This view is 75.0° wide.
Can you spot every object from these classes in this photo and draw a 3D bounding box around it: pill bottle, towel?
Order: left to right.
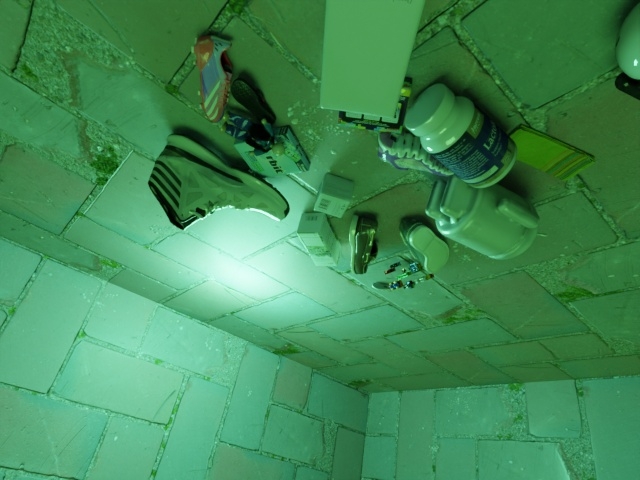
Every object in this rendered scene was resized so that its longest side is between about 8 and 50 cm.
[{"bbox_3d":[0.343,-0.254,1.024,0.264,0.153,0.153,29,144,-26],"label":"pill bottle"},{"bbox_3d":[0.596,-0.228,1.109,0.237,0.021,0.102,19,146,-11],"label":"towel"}]

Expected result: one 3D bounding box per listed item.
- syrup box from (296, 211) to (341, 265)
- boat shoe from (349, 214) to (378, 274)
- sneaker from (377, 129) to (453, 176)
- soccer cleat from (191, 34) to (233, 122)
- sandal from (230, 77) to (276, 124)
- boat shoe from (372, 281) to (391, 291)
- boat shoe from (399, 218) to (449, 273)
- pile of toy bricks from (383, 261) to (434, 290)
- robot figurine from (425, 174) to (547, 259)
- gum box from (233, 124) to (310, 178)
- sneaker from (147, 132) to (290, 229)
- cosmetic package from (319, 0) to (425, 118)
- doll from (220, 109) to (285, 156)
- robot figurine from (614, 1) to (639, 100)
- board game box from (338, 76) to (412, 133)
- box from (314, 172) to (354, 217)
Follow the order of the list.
[{"bbox_3d":[0.000,0.000,1.588,0.093,0.096,0.237,0,147,22],"label":"syrup box"},{"bbox_3d":[0.168,0.030,1.569,0.096,0.117,0.324,7,142,13],"label":"boat shoe"},{"bbox_3d":[0.260,-0.232,1.155,0.236,0.095,0.104,19,154,-3],"label":"sneaker"},{"bbox_3d":[-0.262,-0.400,1.065,0.095,0.083,0.248,6,145,0],"label":"soccer cleat"},{"bbox_3d":[-0.178,-0.376,1.118,0.067,0.040,0.179,2,162,25],"label":"sandal"},{"bbox_3d":[0.282,0.215,1.895,0.100,0.035,0.035,6,146,-3],"label":"boat shoe"},{"bbox_3d":[0.379,0.018,1.526,0.099,0.116,0.319,43,-179,42],"label":"boat shoe"},{"bbox_3d":[0.364,0.131,1.685,0.105,0.118,0.212,-15,172,-35],"label":"pile of toy bricks"},{"bbox_3d":[0.486,-0.067,1.227,0.353,0.200,0.300,22,174,-16],"label":"robot figurine"},{"bbox_3d":[-0.145,-0.264,1.272,0.184,0.041,0.157,-5,144,24],"label":"gum box"},{"bbox_3d":[-0.330,-0.116,1.332,0.447,0.258,0.169,29,163,-20],"label":"sneaker"},{"bbox_3d":[0.101,-0.463,0.703,0.161,0.230,0.453,10,149,2],"label":"cosmetic package"},{"bbox_3d":[-0.187,-0.292,1.178,0.188,0.046,0.129,25,131,-2],"label":"doll"},{"bbox_3d":[0.684,-0.350,0.752,0.278,0.174,0.209,17,113,-9],"label":"robot figurine"},{"bbox_3d":[0.133,-0.346,1.048,0.170,0.048,0.141,9,146,4],"label":"board game box"},{"bbox_3d":[0.043,-0.145,1.354,0.101,0.087,0.101,16,148,-8],"label":"box"}]
